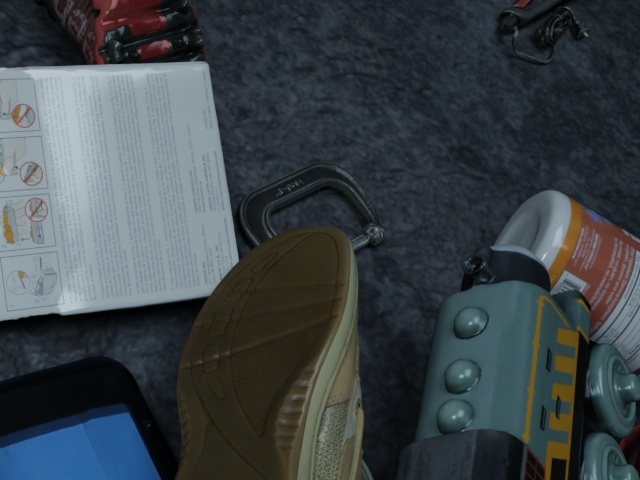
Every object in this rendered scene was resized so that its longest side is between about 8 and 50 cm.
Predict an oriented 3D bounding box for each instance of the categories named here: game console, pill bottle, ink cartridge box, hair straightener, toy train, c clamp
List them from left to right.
[{"bbox_3d":[-0.142,0.189,0.739,0.173,0.250,0.293,-26,73,-14],"label":"game console"},{"bbox_3d":[-0.175,-0.036,0.914,0.224,0.056,0.181,-7,87,-29],"label":"ink cartridge box"},{"bbox_3d":[0.000,0.000,1.067,0.137,0.022,0.160,45,47,10],"label":"c clamp"},{"bbox_3d":[0.144,0.156,0.930,0.190,0.142,0.334,52,38,-33],"label":"toy train"},{"bbox_3d":[0.272,-0.263,1.411,0.089,0.047,0.230,44,46,2],"label":"hair straightener"},{"bbox_3d":[0.262,0.055,1.126,0.216,0.121,0.121,29,47,-13],"label":"pill bottle"}]

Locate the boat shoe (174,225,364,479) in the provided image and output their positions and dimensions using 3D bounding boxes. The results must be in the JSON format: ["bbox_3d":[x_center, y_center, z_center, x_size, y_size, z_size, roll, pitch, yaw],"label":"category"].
[{"bbox_3d":[-0.030,0.137,0.860,0.341,0.121,0.110,-76,148,-40],"label":"boat shoe"}]

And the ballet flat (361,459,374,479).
[{"bbox_3d":[0.032,0.251,0.884,0.068,0.072,0.213,32,40,-49],"label":"ballet flat"}]

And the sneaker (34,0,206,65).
[{"bbox_3d":[-0.173,-0.195,1.039,0.097,0.135,0.276,-18,93,-33],"label":"sneaker"}]

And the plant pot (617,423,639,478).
[{"bbox_3d":[0.351,0.201,1.041,0.191,0.174,0.191,17,51,-22],"label":"plant pot"}]
